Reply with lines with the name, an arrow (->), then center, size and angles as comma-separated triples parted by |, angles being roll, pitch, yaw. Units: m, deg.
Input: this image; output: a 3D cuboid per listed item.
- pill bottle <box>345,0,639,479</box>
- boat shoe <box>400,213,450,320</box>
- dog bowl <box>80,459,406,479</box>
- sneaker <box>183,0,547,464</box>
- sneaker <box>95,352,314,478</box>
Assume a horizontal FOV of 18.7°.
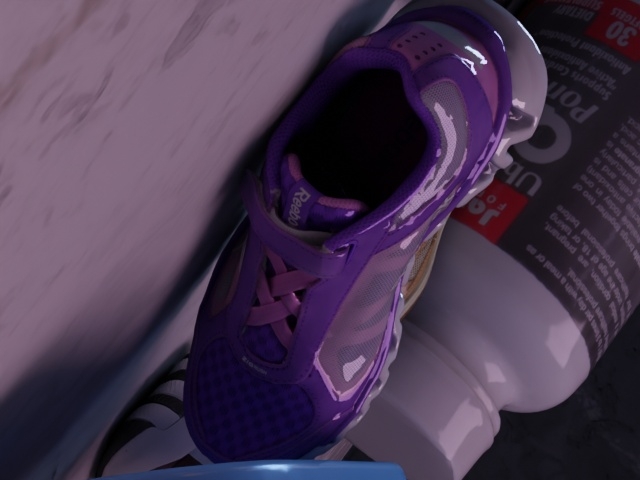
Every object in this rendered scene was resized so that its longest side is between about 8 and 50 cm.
pill bottle -> 0.124, -0.006, 1.210 | 0.318, 0.176, 0.176 | -51, 173, -20
boat shoe -> 0.041, -0.025, 1.087 | 0.190, 0.068, 0.072 | -61, 164, -18
dog bowl -> -0.048, 0.135, 0.799 | 0.166, 0.074, 0.297 | -11, 169, 17
sneaker -> 0.000, 0.000, 0.818 | 0.236, 0.095, 0.104 | -60, 165, 18
sneaker -> -0.049, 0.180, 1.048 | 0.106, 0.162, 0.281 | -49, 172, -27
